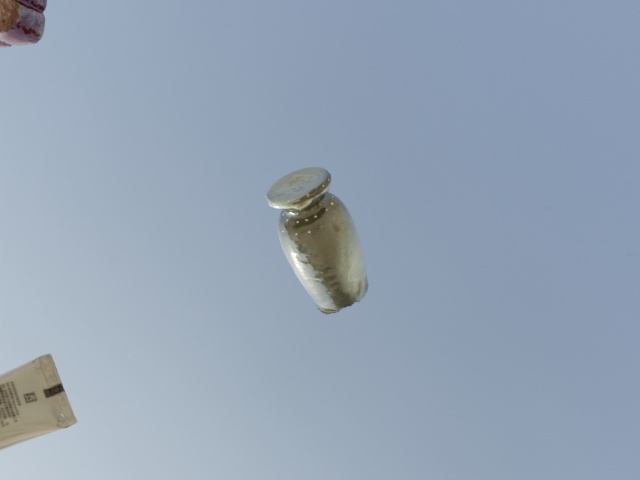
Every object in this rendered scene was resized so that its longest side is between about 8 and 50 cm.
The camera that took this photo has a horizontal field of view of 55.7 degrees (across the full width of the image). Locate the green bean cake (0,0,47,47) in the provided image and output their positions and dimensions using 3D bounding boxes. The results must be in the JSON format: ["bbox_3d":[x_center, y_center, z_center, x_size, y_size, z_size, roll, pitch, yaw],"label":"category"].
[{"bbox_3d":[-0.308,-0.238,0.531,0.135,0.056,0.135,4,-87,9],"label":"green bean cake"}]

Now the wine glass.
[{"bbox_3d":[0.000,0.000,0.873,0.111,0.111,0.204,-30,-59,-10],"label":"wine glass"}]

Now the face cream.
[{"bbox_3d":[-0.365,0.187,0.567,0.244,0.058,0.092,-20,-126,-27],"label":"face cream"}]
